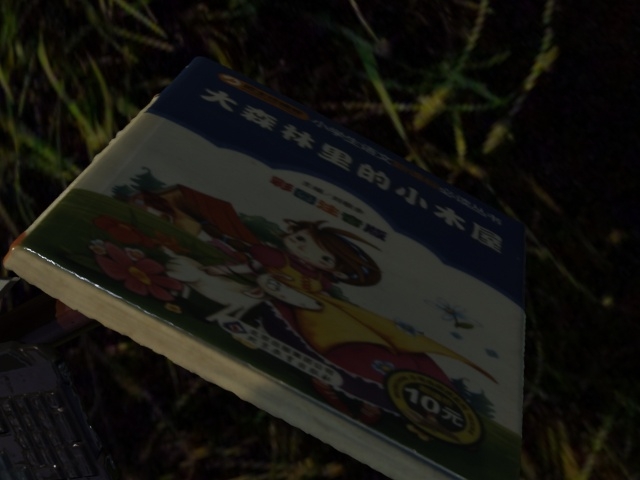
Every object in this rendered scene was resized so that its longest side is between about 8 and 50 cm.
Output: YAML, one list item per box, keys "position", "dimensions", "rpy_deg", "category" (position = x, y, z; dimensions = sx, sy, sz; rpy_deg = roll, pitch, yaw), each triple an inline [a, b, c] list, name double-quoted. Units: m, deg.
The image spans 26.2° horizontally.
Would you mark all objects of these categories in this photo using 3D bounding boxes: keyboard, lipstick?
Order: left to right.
- position: [-0.235, 0.117, 0.806]
  dimensions: [0.262, 0.016, 0.106]
  rpy_deg: [-11, 108, 30]
  category: "keyboard"
- position: [-0.186, 0.040, 1.294]
  dimensions: [0.356, 0.057, 0.057]
  rpy_deg: [-26, 126, 30]
  category: "lipstick"

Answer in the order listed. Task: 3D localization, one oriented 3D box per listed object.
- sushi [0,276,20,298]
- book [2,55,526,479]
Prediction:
- position: [-0.457, 0.176, 1.371]
  dimensions: [0.064, 0.359, 0.343]
  rpy_deg: [50, 65, -24]
  category: "sushi"
- position: [0.000, 0.000, 0.682]
  dimensions: [0.228, 0.322, 0.018]
  rpy_deg: [28, 113, -4]
  category: "book"
